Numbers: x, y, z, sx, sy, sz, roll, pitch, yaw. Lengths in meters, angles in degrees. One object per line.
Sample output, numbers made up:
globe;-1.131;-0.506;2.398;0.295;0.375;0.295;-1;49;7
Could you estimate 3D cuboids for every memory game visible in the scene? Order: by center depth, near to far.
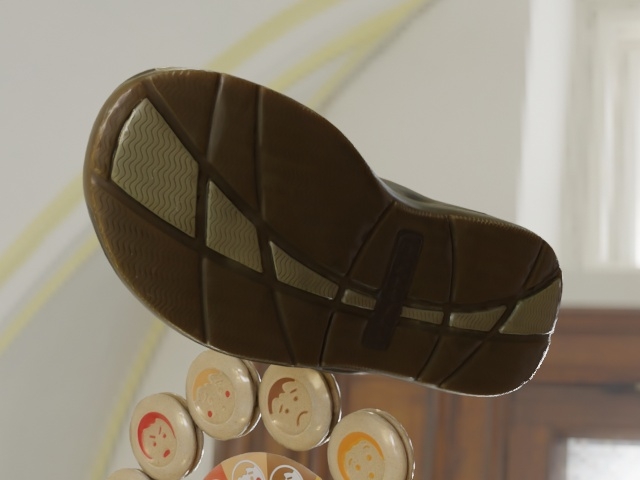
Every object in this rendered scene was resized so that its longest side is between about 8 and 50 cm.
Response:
memory game;-0.021;0.132;0.746;0.012;0.186;0.186;-8;-82;-50

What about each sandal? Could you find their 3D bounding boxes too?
sandal;0.000;0.000;0.684;0.219;0.060;0.090;17;-86;-40
